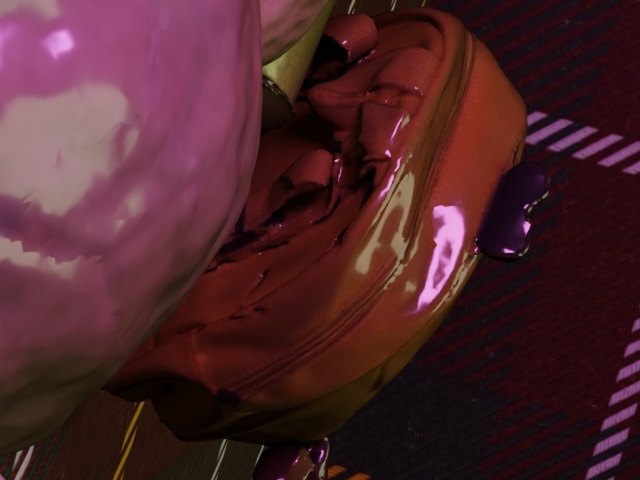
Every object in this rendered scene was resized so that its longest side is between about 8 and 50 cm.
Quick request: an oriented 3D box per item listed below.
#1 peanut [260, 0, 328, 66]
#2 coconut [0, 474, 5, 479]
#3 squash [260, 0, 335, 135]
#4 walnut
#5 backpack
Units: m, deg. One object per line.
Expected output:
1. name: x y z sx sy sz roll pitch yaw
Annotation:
1. peanut: -0.014 -0.194 1.131 0.256 0.123 0.123 -41 -175 22
2. coconut: -0.191 0.139 0.615 0.230 0.227 0.227 -23 129 -79
3. squash: -0.043 -0.203 1.294 0.132 0.132 0.247 87 20 -70
4. walnut: -0.136 -0.045 0.463 0.248 0.248 0.248 17 90 -83
5. backpack: -0.006 -0.001 1.396 0.378 0.201 0.353 -17 -134 57
